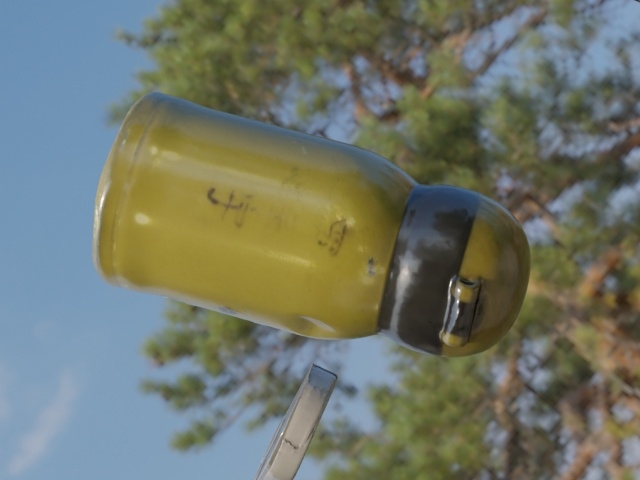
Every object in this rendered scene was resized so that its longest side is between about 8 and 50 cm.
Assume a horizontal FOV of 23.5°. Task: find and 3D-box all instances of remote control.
[{"bbox_3d":[-0.025,0.142,1.038,0.245,0.022,0.077,113,-179,-68],"label":"remote control"}]

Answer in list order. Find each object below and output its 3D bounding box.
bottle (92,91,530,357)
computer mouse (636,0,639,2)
[{"bbox_3d":[0.000,0.000,1.286,0.171,0.351,0.171,16,-90,-82],"label":"bottle"},{"bbox_3d":[0.128,-0.121,0.566,0.057,0.172,0.099,-57,-14,-4],"label":"computer mouse"}]
